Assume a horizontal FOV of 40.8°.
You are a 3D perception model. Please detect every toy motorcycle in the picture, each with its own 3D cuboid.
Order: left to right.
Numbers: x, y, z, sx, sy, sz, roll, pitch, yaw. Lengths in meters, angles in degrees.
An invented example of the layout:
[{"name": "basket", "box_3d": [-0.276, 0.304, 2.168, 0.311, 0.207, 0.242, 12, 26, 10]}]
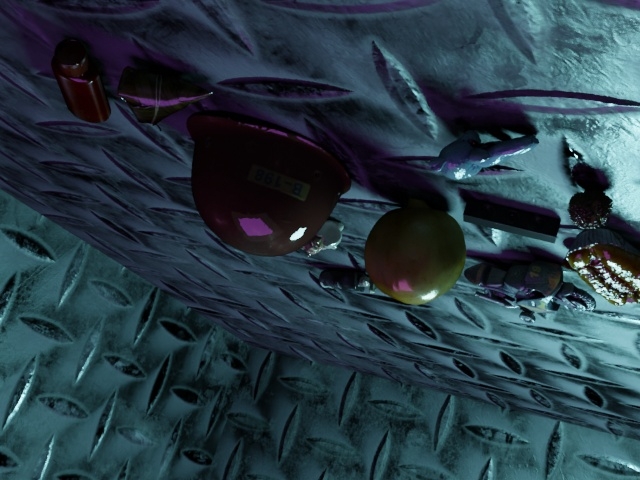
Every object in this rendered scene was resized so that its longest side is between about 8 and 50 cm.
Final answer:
[{"name": "toy motorcycle", "box_3d": [0.491, 0.111, 2.026, 0.307, 0.108, 0.173, 0, 146, 50]}]

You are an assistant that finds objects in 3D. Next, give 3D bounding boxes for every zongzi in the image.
[{"name": "zongzi", "box_3d": [-0.294, -0.274, 1.719, 0.184, 0.084, 0.187, 8, 169, 3]}]

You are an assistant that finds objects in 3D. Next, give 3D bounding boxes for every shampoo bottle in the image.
[{"name": "shampoo bottle", "box_3d": [-0.495, -0.327, 1.774, 0.102, 0.064, 0.260, 23, 163, 0]}, {"name": "shampoo bottle", "box_3d": [0.087, 0.122, 2.553, 0.208, 0.063, 0.057, 2, 168, 44]}]

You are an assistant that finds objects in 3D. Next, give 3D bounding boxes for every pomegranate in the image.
[{"name": "pomegranate", "box_3d": [0.202, 0.030, 1.856, 0.233, 0.233, 0.233, 17, 163, 5]}]

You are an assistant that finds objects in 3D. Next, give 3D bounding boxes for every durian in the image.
[{"name": "durian", "box_3d": [0.482, -0.056, 1.547, 0.080, 0.080, 0.091, 23, 173, -14]}]

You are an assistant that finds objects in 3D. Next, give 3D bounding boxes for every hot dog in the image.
[{"name": "hot dog", "box_3d": [0.602, 0.060, 1.753, 0.144, 0.075, 0.268, -12, 143, 41]}]

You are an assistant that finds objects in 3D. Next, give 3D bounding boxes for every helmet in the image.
[{"name": "helmet", "box_3d": [-0.143, -0.091, 1.862, 0.385, 0.230, 0.337, 22, 164, -16]}]

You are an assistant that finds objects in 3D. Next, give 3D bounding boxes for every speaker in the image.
[{"name": "speaker", "box_3d": [0.389, -0.040, 1.756, 0.191, 0.040, 0.046, 14, 165, 14]}]

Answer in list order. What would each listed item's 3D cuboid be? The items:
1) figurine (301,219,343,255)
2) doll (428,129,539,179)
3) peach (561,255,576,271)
[{"name": "figurine", "box_3d": [-0.006, -0.008, 2.215, 0.098, 0.081, 0.146, -14, 175, -21]}, {"name": "doll", "box_3d": [0.276, -0.159, 1.469, 0.180, 0.075, 0.120, -23, 170, 37]}, {"name": "peach", "box_3d": [0.562, 0.051, 1.834, 0.083, 0.050, 0.077, 28, -174, 3]}]
